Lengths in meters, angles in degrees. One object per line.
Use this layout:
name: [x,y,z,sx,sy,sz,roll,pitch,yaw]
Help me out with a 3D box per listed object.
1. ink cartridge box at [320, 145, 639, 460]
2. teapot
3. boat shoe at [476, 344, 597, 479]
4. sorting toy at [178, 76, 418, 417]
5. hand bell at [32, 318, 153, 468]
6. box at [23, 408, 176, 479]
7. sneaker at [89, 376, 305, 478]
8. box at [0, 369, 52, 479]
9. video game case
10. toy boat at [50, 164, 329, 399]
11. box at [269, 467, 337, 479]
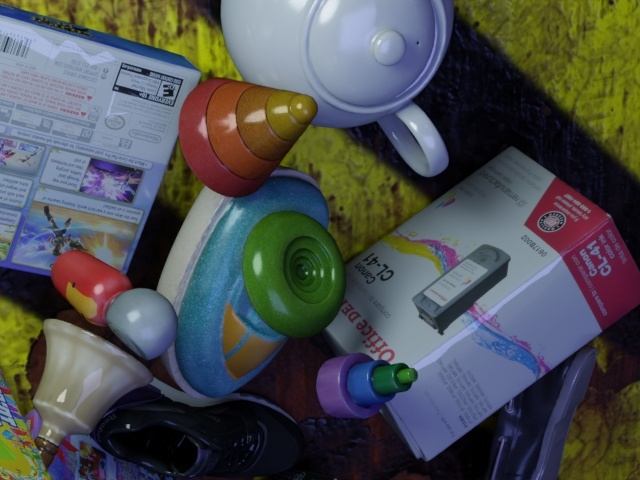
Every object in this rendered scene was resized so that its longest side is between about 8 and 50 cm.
ink cartridge box: [0.164,0.061,1.678,0.306,0.226,0.131,-35,123,-6]
teapot: [0.035,-0.208,1.510,0.256,0.187,0.252,10,110,-29]
boat shoe: [0.246,0.253,1.904,0.112,0.095,0.335,-23,135,-56]
sorting toy: [0.000,0.000,1.472,0.127,0.126,0.366,-32,100,-44]
hand bell: [-0.277,0.213,1.529,0.126,0.126,0.242,39,69,-34]
box: [-0.236,0.336,1.593,0.057,0.293,0.201,-37,127,26]
sneaker: [-0.131,0.228,1.684,0.283,0.124,0.107,17,107,-30]
box: [-0.432,0.187,1.427,0.279,0.290,0.177,31,98,-34]
video game case: [-0.282,-0.093,1.495,0.269,0.061,0.244,13,108,-29]
toy boat: [-0.114,0.056,1.548,0.318,0.148,0.267,-4,119,-50]
box: [-0.066,0.418,1.752,0.290,0.087,0.169,-46,129,-35]
